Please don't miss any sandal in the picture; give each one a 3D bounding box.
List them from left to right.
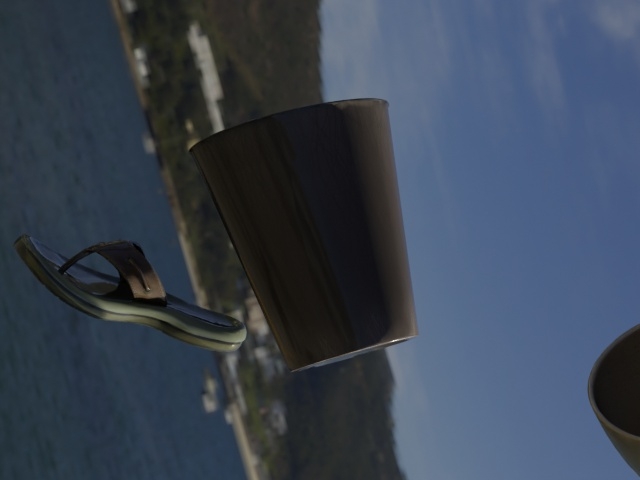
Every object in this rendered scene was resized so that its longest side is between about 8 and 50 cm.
[{"bbox_3d":[-0.214,0.046,1.574,0.086,0.303,0.120,-64,-150,9],"label":"sandal"}]

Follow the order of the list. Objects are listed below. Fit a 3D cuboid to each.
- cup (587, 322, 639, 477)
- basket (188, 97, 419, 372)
[{"bbox_3d":[0.592,0.285,2.045,0.331,0.331,0.237,-117,-175,-64],"label":"cup"},{"bbox_3d":[0.000,0.000,1.286,0.154,0.204,0.227,-31,-107,65],"label":"basket"}]
